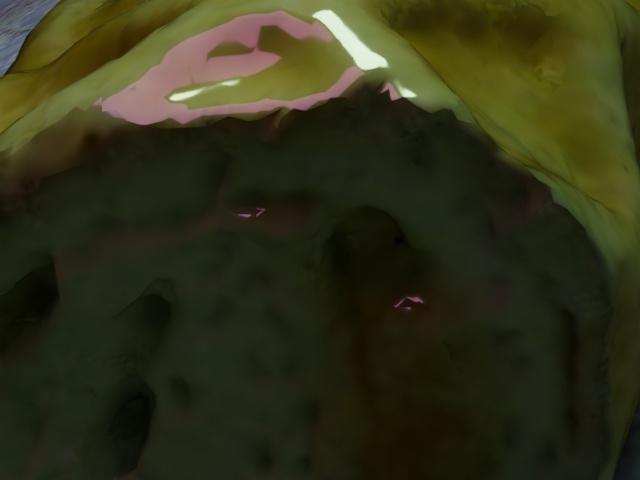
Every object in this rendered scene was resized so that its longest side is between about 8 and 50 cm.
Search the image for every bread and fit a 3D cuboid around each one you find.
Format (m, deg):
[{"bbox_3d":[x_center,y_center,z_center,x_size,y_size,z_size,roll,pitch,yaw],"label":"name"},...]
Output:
[{"bbox_3d":[-0.006,0.002,0.540,0.196,0.238,0.252,13,22,3],"label":"bread"}]
